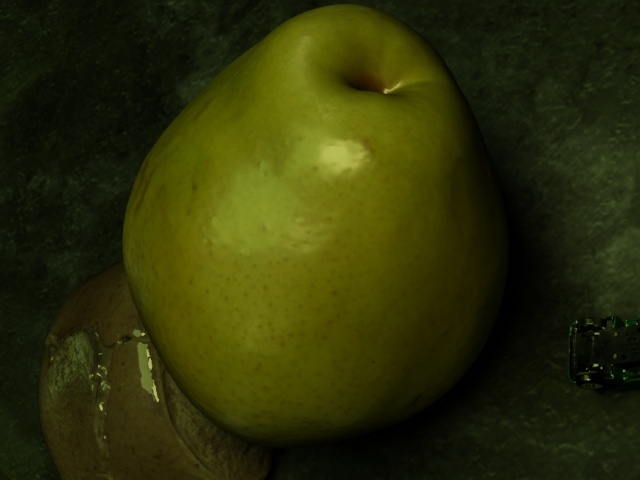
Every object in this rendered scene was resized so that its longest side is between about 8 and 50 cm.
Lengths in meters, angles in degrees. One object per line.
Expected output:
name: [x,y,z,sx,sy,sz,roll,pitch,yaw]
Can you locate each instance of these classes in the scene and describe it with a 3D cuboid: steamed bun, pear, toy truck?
steamed bun: [-0.183,0.144,1.874,0.251,0.199,0.301,-22,59,33]
pear: [0.000,0.000,1.659,0.362,0.362,0.418,62,143,39]
toy truck: [0.289,0.094,1.567,0.147,0.079,0.065,-10,66,37]
